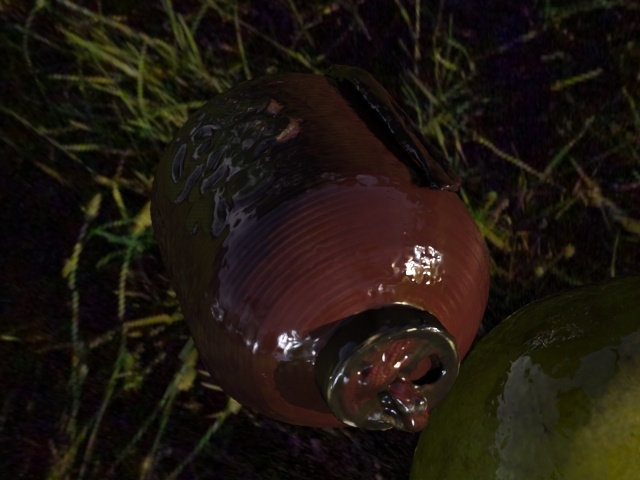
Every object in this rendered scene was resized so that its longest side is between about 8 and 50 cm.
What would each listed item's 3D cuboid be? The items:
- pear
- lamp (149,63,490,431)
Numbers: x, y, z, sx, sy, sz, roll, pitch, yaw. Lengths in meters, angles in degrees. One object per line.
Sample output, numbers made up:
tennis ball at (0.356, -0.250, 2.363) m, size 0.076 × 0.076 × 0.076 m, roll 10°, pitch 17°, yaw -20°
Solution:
pear at (0.274, 0.216, 0.901) m, size 0.352 × 0.352 × 0.413 m, roll 49°, pitch 120°, yaw 22°
lamp at (0.000, 0.000, 0.558) m, size 0.180 × 0.180 × 0.258 m, roll -34°, pitch 41°, yaw 0°
